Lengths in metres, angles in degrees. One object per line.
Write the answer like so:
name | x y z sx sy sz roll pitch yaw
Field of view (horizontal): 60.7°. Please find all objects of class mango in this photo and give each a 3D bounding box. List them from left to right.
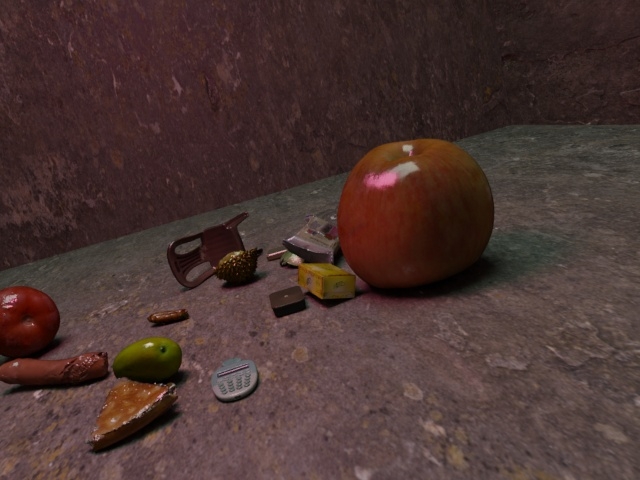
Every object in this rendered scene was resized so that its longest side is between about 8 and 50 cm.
mango | -0.377 0.264 1.181 0.163 0.089 0.117 -21 -30 9

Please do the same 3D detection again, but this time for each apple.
apple | 0.232 -0.071 1.371 0.391 0.347 0.391 -12 17 4

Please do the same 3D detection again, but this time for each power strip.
power strip | -0.108 0.033 1.939 0.168 0.028 0.076 -15 14 6

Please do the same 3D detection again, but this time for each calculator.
calculator | -0.173 0.277 1.102 0.095 0.021 0.153 -17 15 -9

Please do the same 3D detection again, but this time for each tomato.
tomato | -0.875 0.236 1.586 0.184 0.208 0.208 -9 14 46

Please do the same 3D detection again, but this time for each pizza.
pizza | -0.374 0.323 1.072 0.185 0.052 0.195 -28 23 -20

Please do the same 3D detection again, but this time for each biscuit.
biscuit | -0.004 -0.002 1.759 0.186 0.079 0.309 26 25 7

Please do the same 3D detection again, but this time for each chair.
chair | -0.367 0.031 1.919 0.183 0.176 0.326 -18 9 19

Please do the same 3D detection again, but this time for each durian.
durian | -0.273 0.096 1.761 0.146 0.103 0.208 -19 -8 -26

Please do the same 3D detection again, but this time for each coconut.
coconut | -0.077 0.045 1.813 0.133 0.055 0.158 -11 14 9

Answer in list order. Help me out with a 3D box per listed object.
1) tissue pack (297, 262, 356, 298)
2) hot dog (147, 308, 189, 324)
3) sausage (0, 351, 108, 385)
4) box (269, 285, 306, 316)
tissue pack | 0.014 0.103 1.440 0.095 0.062 0.176 1 7 -22
hot dog | -0.433 0.219 1.560 0.122 0.037 0.049 -7 4 8
sausage | -0.649 0.316 1.331 0.304 0.078 0.078 -9 16 17
box | -0.087 0.160 1.439 0.090 0.031 0.126 -17 14 -7
